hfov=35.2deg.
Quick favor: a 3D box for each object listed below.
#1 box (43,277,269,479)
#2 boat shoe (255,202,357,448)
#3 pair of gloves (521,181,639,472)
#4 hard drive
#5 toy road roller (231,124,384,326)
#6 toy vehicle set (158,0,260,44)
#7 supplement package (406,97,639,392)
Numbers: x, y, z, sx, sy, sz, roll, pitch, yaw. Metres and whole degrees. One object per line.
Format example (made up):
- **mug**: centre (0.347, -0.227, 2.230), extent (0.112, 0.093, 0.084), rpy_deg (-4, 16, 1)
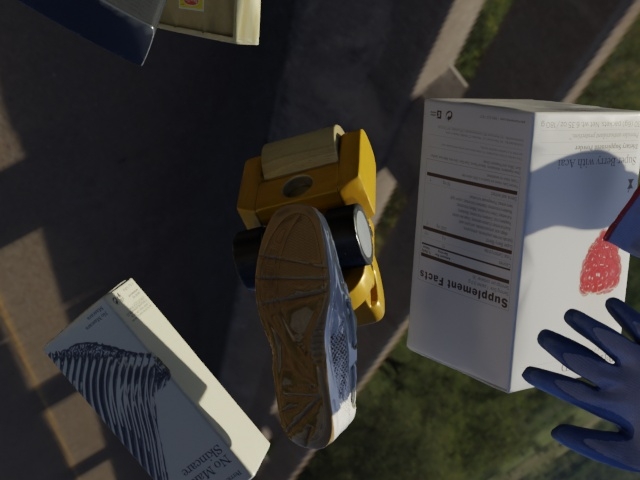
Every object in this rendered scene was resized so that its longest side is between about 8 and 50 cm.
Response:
- **box**: centre (-0.193, 0.189, 1.211), extent (0.113, 0.275, 0.094), rpy_deg (-40, -177, 15)
- **boat shoe**: centre (-0.005, 0.090, 1.146), extent (0.098, 0.277, 0.096), rpy_deg (4, -167, 33)
- **pair of gloves**: centre (0.222, 0.053, 0.589), extent (0.198, 0.159, 0.023), rpy_deg (-56, 156, -9)
- **hard drive**: centre (-0.272, -0.311, 1.069), extent (0.254, 0.172, 0.054), rpy_deg (29, 137, -22)
- **toy road roller**: centre (0.000, 0.000, 1.605), extent (0.202, 0.330, 0.241), rpy_deg (-13, 131, 15)
- **toy vehicle set**: centre (-0.162, -0.364, 1.374), extent (0.035, 0.266, 0.166), rpy_deg (-7, 109, -34)
- **supplement package**: centre (0.224, -0.005, 1.123), extent (0.177, 0.293, 0.175), rpy_deg (-5, -166, -34)
